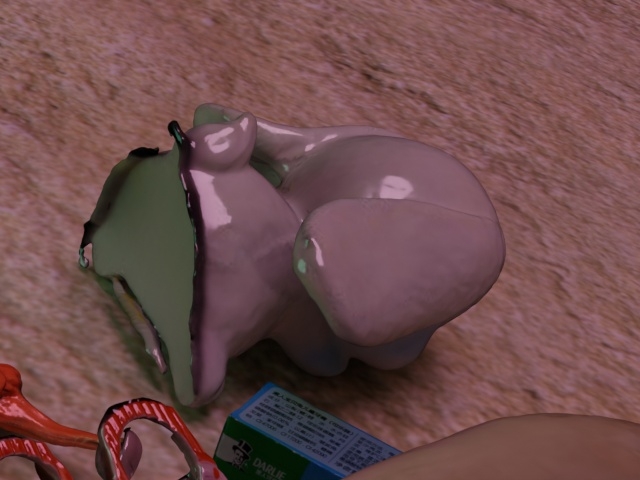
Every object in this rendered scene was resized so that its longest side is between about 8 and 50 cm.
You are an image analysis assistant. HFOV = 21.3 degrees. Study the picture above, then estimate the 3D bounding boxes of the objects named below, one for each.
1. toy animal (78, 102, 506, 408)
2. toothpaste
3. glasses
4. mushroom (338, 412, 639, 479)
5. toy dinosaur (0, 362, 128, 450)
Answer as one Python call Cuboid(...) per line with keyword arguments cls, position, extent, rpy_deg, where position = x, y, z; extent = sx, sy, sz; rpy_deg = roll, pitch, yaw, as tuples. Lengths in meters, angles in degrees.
Cuboid(cls="toy animal", position=(-0.018, -0.007, 1.203), extent=(0.249, 0.174, 0.289), rpy_deg=(36, 32, 29))
Cuboid(cls="toothpaste", position=(0.063, 0.175, 1.047), extent=(0.267, 0.050, 0.065), rpy_deg=(27, 28, 15))
Cuboid(cls="glasses", position=(-0.126, 0.184, 0.899), extent=(0.255, 0.095, 0.162), rpy_deg=(-14, 69, -50))
Cuboid(cls="mushroom", position=(0.093, 0.244, 0.654), extent=(0.325, 0.353, 0.353), rpy_deg=(4, 26, 4))
Cuboid(cls="toy dinosaur", position=(-0.240, 0.071, 1.035), extent=(0.280, 0.055, 0.101), rpy_deg=(31, 4, 12))
